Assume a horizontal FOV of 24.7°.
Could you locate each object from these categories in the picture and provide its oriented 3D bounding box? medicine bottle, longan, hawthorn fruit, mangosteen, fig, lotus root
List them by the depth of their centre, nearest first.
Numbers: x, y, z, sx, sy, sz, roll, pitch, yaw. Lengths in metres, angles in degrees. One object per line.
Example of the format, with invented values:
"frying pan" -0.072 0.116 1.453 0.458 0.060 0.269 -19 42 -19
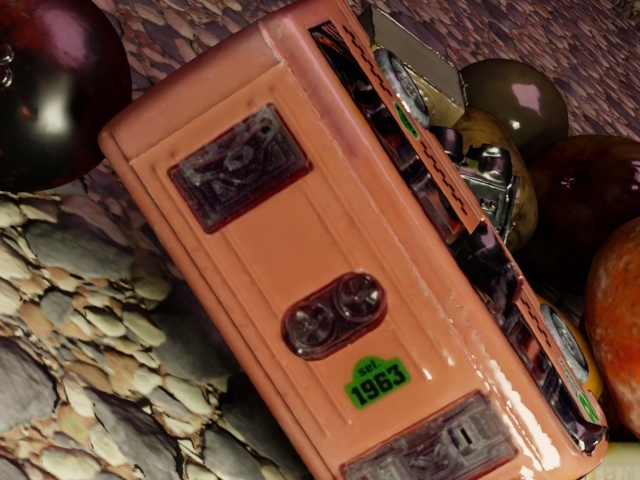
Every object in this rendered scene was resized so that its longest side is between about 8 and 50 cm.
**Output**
"mangosteen" -0.230 -0.120 1.130 0.200 0.200 0.200 35 23 -17
"hawthorn fruit" 0.404 0.091 1.440 0.284 0.284 0.284 35 23 -17
"medicine bottle" 0.291 0.231 1.455 0.218 0.074 0.074 9 38 -50
"lotus root" 0.187 -0.083 1.793 0.145 0.128 0.260 42 22 -38
"fig" 0.376 -0.010 1.917 0.217 0.217 0.321 56 8 32
"longan" 0.258 -0.170 2.036 0.185 0.159 0.204 40 8 15

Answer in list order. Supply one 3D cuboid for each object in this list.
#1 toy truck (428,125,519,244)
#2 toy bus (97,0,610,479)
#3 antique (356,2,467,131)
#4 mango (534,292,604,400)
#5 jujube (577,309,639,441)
"toy truck" 0.071 -0.056 1.522 0.257 0.127 0.127 17 -13 -18
"toy bus" 0.034 0.036 1.085 0.426 0.203 0.233 57 16 -3
"antique" 0.073 -0.166 1.728 0.147 0.152 0.148 34 25 -17
"mango" 0.207 0.101 1.513 0.217 0.102 0.141 40 15 -9
"jujube" 0.369 0.143 1.654 0.155 0.155 0.230 36 32 -15
